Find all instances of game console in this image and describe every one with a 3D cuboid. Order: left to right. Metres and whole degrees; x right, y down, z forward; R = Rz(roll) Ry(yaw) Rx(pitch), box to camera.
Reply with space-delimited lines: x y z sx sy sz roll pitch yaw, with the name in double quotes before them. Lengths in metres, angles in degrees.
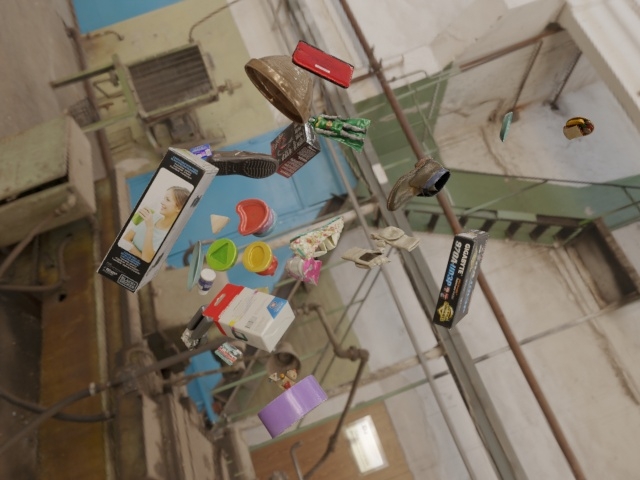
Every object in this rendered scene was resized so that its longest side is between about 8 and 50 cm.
"game console" -0.003 -0.399 1.239 0.085 0.144 0.124 127 -18 -51

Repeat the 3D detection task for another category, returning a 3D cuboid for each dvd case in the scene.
"dvd case" -0.379 0.465 2.169 0.087 0.013 0.119 39 17 4

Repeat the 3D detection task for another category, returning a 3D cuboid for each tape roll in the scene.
"tape roll" -0.077 0.462 1.461 0.080 0.189 0.189 53 -8 14

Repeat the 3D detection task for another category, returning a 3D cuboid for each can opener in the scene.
"can opener" -0.433 0.312 1.881 0.074 0.093 0.280 59 -39 18

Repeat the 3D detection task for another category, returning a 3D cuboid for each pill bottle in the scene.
"pill bottle" -0.515 0.188 2.344 0.120 0.067 0.067 -62 -142 39

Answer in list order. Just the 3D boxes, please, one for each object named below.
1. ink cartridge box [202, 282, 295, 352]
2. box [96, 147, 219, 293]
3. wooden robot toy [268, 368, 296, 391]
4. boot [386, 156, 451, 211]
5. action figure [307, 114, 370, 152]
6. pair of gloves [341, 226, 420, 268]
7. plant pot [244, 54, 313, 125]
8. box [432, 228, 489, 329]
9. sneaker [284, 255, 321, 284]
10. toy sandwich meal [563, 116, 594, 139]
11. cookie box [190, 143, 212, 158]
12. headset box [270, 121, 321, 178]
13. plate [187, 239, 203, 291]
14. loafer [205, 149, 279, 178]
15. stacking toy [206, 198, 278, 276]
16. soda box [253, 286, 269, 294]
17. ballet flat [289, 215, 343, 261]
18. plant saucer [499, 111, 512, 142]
"ink cartridge box" -0.207 0.214 1.496 0.231 0.134 0.078 13 -39 33
"box" -0.331 -0.048 1.094 0.087 0.290 0.169 32 7 -7
"wooden robot toy" -0.093 0.469 1.742 0.173 0.079 0.076 40 -28 -19
"boot" 0.303 -0.164 1.623 0.106 0.219 0.082 34 -9 46
"action figure" 0.059 -0.424 1.974 0.063 0.232 0.137 82 24 -74
"pair of gloves" 0.216 0.022 1.901 0.204 0.240 0.042 27 -38 54
"plant pot" -0.099 -0.455 1.518 0.237 0.110 0.237 42 -3 2
"box" 0.340 0.087 1.263 0.175 0.051 0.220 -11 115 -62
"sneaker" -0.069 0.111 2.095 0.252 0.111 0.103 50 51 -67
"toy sandwich meal" 0.746 -0.323 1.517 0.085 0.029 0.085 25 -24 12
"cookie box" -0.539 -0.399 2.367 0.107 0.092 0.040 -124 -163 -65
"headset box" -0.146 -0.486 2.762 0.110 0.293 0.218 24 43 -39
"plate" -0.446 0.092 1.884 0.188 0.024 0.188 -169 -90 -69
"loafer" -0.380 -0.393 2.543 0.134 0.366 0.130 114 -32 -43
"stacking toy" -0.293 0.006 2.070 0.130 0.279 0.309 43 41 -60
"soda box" -0.239 0.220 2.123 0.181 0.061 0.058 133 -48 -81
"ballet flat" 0.000 0.000 1.452 0.241 0.091 0.077 -27 84 -51
"plant saucer" 0.709 -0.435 2.011 0.119 0.021 0.119 -52 152 -44
